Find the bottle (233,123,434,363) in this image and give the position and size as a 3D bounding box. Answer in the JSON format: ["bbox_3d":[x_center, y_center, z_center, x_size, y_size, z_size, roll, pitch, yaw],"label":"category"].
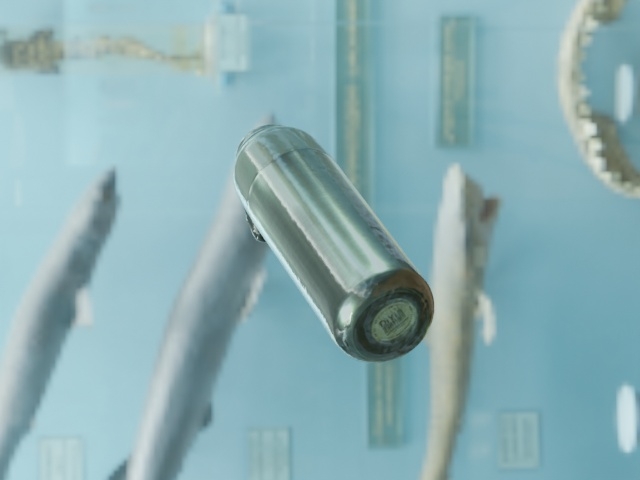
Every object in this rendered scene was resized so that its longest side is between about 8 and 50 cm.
[{"bbox_3d":[0.000,0.000,1.198,0.253,0.079,0.096,55,129,50],"label":"bottle"}]
